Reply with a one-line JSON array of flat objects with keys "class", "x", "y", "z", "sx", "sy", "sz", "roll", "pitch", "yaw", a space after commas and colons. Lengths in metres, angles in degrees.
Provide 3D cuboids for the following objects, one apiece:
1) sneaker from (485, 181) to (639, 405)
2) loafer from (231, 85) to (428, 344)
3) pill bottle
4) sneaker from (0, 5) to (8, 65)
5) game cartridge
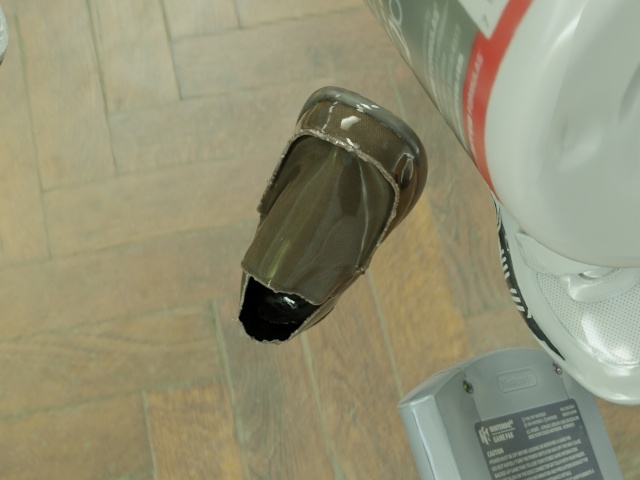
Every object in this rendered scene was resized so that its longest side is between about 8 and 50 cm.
[{"class": "sneaker", "x": 0.185, "y": -0.044, "z": 0.977, "sx": 0.137, "sy": 0.210, "sz": 0.366, "roll": -19, "pitch": 85, "yaw": 8}, {"class": "loafer", "x": 0.000, "y": 0.000, "z": 1.222, "sx": 0.133, "sy": 0.366, "sz": 0.130, "roll": 27, "pitch": 57, "yaw": 5}, {"class": "pill bottle", "x": 0.077, "y": -0.140, "z": 0.478, "sx": 0.161, "sy": 0.161, "sz": 0.283, "roll": -19, "pitch": 49, "yaw": -11}, {"class": "sneaker", "x": -0.459, "y": -0.332, "z": 1.568, "sx": 0.126, "sy": 0.127, "sz": 0.321, "roll": -5, "pitch": 74, "yaw": -25}, {"class": "game cartridge", "x": 0.182, "y": 0.197, "z": 1.186, "sx": 0.060, "sy": 0.294, "sz": 0.196, "roll": -21, "pitch": 78, "yaw": 35}]
